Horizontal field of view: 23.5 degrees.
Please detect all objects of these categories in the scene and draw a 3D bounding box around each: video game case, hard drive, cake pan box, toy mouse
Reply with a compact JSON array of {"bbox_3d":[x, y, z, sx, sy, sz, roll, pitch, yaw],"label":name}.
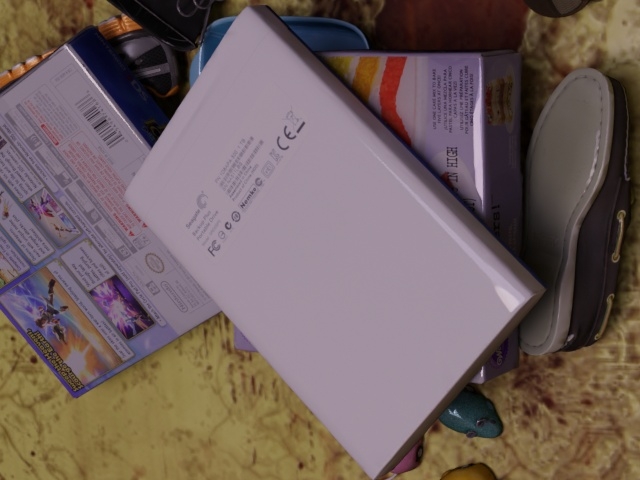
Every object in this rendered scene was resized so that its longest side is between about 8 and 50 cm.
[{"bbox_3d":[-0.212,-0.019,1.383,0.244,0.061,0.269,-31,103,29],"label":"video game case"},{"bbox_3d":[0.000,0.000,1.196,0.318,0.040,0.210,47,120,18],"label":"hard drive"},{"bbox_3d":[0.039,-0.021,1.232,0.246,0.070,0.266,7,103,35],"label":"cake pan box"},{"bbox_3d":[0.095,0.166,1.309,0.161,0.031,0.143,-15,92,30],"label":"toy mouse"}]

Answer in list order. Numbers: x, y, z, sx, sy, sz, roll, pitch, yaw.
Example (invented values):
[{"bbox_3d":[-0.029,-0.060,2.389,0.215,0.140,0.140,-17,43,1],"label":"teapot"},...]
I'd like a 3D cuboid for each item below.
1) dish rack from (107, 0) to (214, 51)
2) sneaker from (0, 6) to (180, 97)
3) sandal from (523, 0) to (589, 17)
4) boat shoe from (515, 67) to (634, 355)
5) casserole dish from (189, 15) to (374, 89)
[{"bbox_3d":[-0.120,-0.261,1.207,0.208,0.074,0.271,35,158,-22],"label":"dish rack"},{"bbox_3d":[-0.219,-0.138,1.397,0.215,0.084,0.083,-22,94,29],"label":"sneaker"},{"bbox_3d":[0.172,-0.281,1.171,0.090,0.060,0.219,-5,112,35],"label":"sandal"},{"bbox_3d":[0.203,-0.022,1.196,0.081,0.069,0.227,30,115,52],"label":"boat shoe"},{"bbox_3d":[-0.025,-0.136,1.315,0.188,0.037,0.114,6,103,29],"label":"casserole dish"}]
